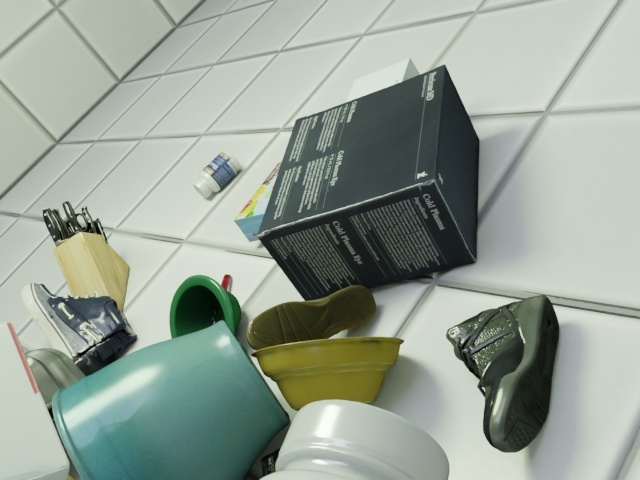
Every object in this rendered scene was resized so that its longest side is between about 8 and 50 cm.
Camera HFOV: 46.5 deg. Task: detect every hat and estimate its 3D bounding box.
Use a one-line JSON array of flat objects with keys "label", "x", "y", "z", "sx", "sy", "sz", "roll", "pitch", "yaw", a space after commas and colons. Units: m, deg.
[{"label": "hat", "x": -0.165, "y": 0.142, "z": 1.410, "sx": 0.172, "sy": 0.183, "sz": 0.209, "roll": -22, "pitch": 75, "yaw": 36}]

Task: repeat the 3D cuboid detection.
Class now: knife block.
[{"label": "knife block", "x": -0.564, "y": 0.039, "z": 1.748, "sx": 0.088, "sy": 0.242, "sz": 0.276, "roll": -31, "pitch": 31, "yaw": 12}]

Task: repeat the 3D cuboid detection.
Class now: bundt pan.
[{"label": "bundt pan", "x": -0.591, "y": 0.308, "z": 1.372, "sx": 0.330, "sy": 0.124, "sz": 0.331, "roll": -32, "pitch": -4, "yaw": -2}]

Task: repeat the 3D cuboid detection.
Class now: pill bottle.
[{"label": "pill bottle", "x": -0.006, "y": 0.374, "z": 0.735, "sx": 0.224, "sy": 0.224, "sz": 0.392, "roll": -12, "pitch": 39, "yaw": 37}, {"label": "pill bottle", "x": -0.263, "y": -0.165, "z": 1.880, "sx": 0.120, "sy": 0.067, "sz": 0.067, "roll": -47, "pitch": 32, "yaw": -15}]

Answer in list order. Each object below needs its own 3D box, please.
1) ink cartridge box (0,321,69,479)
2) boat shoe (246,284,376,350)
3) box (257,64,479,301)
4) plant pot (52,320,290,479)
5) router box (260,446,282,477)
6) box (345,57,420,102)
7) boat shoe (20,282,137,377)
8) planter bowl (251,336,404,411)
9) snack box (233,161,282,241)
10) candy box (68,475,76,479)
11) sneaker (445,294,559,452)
[{"label": "ink cartridge box", "x": -0.489, "y": 0.354, "z": 1.049, "sx": 0.160, "sy": 0.385, "sz": 0.279, "roll": -8, "pitch": 42, "yaw": -37}, {"label": "boat shoe", "x": -0.018, "y": 0.130, "z": 1.159, "sx": 0.223, "sy": 0.080, "sz": 0.073, "roll": -17, "pitch": -15, "yaw": -29}, {"label": "box", "x": 0.097, "y": -0.098, "z": 1.288, "sx": 0.312, "sy": 0.179, "sz": 0.343, "roll": -16, "pitch": 37, "yaw": 27}, {"label": "plant pot", "x": -0.195, "y": 0.255, "z": 1.069, "sx": 0.255, "sy": 0.272, "sz": 0.271, "roll": -34, "pitch": 30, "yaw": -8}, {"label": "router box", "x": -0.029, "y": 0.327, "z": 1.003, "sx": 0.092, "sy": 0.038, "sz": 0.122, "roll": -32, "pitch": 31, "yaw": 11}, {"label": "box", "x": 0.151, "y": -0.245, "z": 1.451, "sx": 0.130, "sy": 0.170, "sz": 0.091, "roll": -14, "pitch": 38, "yaw": 33}, {"label": "boat shoe", "x": -0.527, "y": 0.165, "z": 1.635, "sx": 0.158, "sy": 0.127, "sz": 0.340, "roll": -39, "pitch": 50, "yaw": -13}, {"label": "planter bowl", "x": 0.014, "y": 0.194, "z": 1.041, "sx": 0.217, "sy": 0.217, "sz": 0.091, "roll": -15, "pitch": 73, "yaw": 34}, {"label": "snack box", "x": -0.057, "y": -0.096, "z": 1.554, "sx": 0.174, "sy": 0.070, "sz": 0.207, "roll": -10, "pitch": 36, "yaw": 40}, {"label": "candy box", "x": -0.540, "y": 0.436, "z": 1.322, "sx": 0.186, "sy": 0.109, "sz": 0.053, "roll": -21, "pitch": 33, "yaw": 28}, {"label": "sneaker", "x": 0.214, "y": 0.166, "z": 0.922, "sx": 0.130, "sy": 0.087, "sz": 0.228, "roll": -16, "pitch": 34, "yaw": 36}]
